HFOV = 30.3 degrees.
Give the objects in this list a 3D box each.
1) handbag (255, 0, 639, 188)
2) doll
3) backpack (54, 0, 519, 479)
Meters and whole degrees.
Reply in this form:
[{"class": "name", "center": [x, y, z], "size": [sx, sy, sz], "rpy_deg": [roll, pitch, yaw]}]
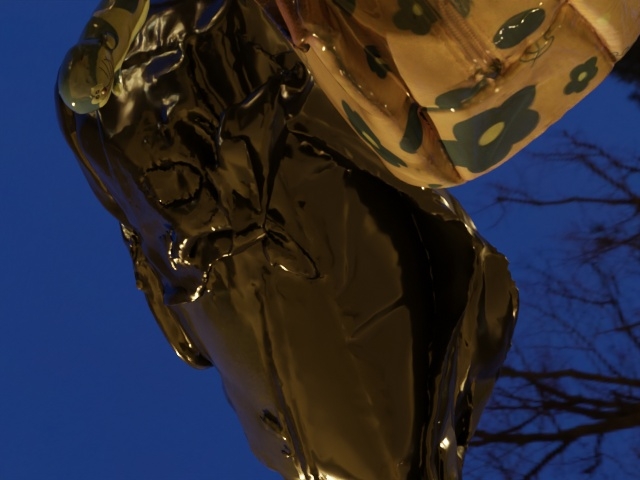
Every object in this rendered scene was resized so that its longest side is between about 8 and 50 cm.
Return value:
[{"class": "handbag", "center": [0.032, -0.175, 0.600], "size": [0.190, 0.193, 0.252], "rpy_deg": [-37, -112, 15]}, {"class": "doll", "center": [-0.112, -0.111, 0.635], "size": [0.027, 0.037, 0.125], "rpy_deg": [8, -138, 7]}, {"class": "backpack", "center": [0.000, 0.000, 0.915], "size": [0.254, 0.363, 0.446], "rpy_deg": [-17, -78, 19]}]
